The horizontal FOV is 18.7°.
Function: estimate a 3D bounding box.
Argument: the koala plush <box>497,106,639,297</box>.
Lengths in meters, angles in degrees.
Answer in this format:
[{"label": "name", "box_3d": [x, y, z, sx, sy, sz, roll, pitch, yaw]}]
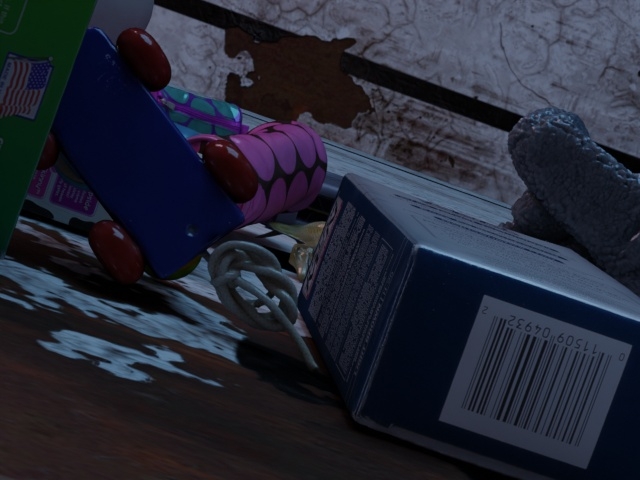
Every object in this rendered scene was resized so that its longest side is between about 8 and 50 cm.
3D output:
[{"label": "koala plush", "box_3d": [0.220, 0.016, 1.608, 0.203, 0.196, 0.221, 32, 7, 8]}]

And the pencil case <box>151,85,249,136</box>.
[{"label": "pencil case", "box_3d": [-0.165, -0.152, 2.365, 0.152, 0.064, 0.070, 14, -8, -41]}]

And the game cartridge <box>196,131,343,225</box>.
[{"label": "game cartridge", "box_3d": [0.009, -0.038, 1.968, 0.294, 0.060, 0.196, 16, 10, -32]}]

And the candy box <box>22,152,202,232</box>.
[{"label": "candy box", "box_3d": [-0.186, -0.057, 1.395, 0.233, 0.071, 0.159, 19, 6, -3]}]

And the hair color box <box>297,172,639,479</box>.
[{"label": "hair color box", "box_3d": [0.095, 0.050, 1.175, 0.174, 0.105, 0.347, 19, 6, -8]}]

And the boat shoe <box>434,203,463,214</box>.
[{"label": "boat shoe", "box_3d": [0.143, -0.010, 2.171, 0.040, 0.049, 0.142, 15, 10, -36]}]

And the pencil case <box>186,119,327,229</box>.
[{"label": "pencil case", "box_3d": [-0.068, -0.051, 1.599, 0.098, 0.095, 0.209, 7, 6, 16]}]

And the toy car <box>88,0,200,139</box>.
[{"label": "toy car", "box_3d": [-0.194, -0.170, 1.587, 0.219, 0.238, 0.210, 22, 6, 12]}]

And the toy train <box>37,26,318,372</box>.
[{"label": "toy train", "box_3d": [-0.089, -0.003, 1.200, 0.248, 0.105, 0.143, 52, -12, 7]}]

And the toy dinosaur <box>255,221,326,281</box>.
[{"label": "toy dinosaur", "box_3d": [0.000, 0.000, 1.582, 0.093, 0.053, 0.183, 17, 6, -11]}]

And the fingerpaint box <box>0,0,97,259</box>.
[{"label": "fingerpaint box", "box_3d": [-0.269, -0.260, 1.159, 0.163, 0.444, 0.371, 15, 7, -46]}]
